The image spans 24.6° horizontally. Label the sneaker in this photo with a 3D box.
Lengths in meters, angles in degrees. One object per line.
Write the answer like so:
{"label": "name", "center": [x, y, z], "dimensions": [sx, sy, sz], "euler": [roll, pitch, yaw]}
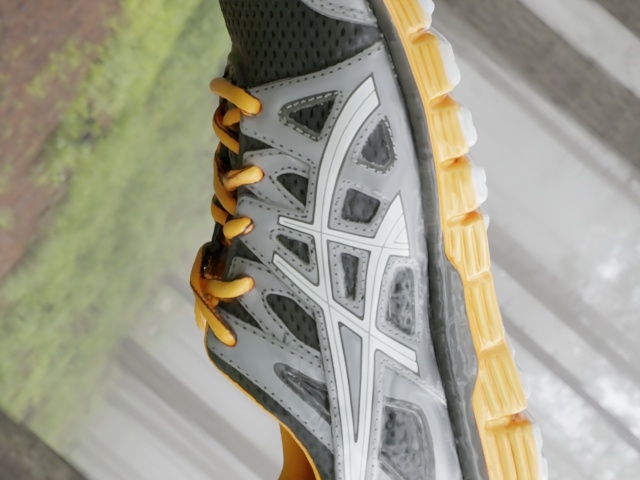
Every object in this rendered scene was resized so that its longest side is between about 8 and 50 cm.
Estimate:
{"label": "sneaker", "center": [0.000, 0.000, 0.399], "dimensions": [0.083, 0.214, 0.084], "euler": [-17, -167, -6]}
